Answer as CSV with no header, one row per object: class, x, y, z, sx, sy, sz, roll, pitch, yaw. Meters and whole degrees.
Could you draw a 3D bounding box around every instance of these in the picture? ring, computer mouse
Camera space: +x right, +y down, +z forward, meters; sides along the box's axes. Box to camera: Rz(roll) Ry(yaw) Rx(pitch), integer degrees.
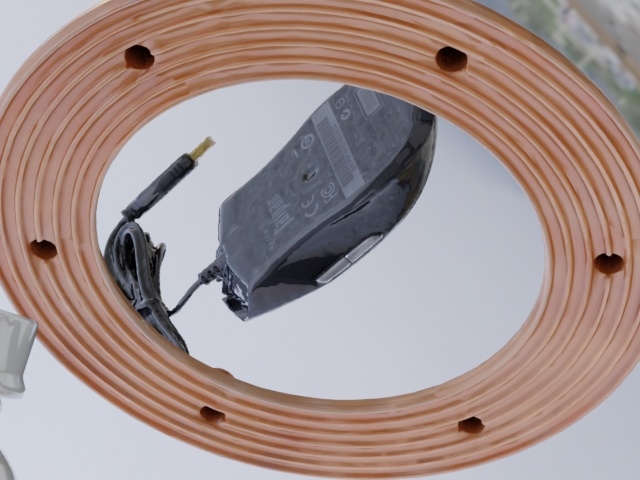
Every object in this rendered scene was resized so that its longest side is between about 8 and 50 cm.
ring,0.000,0.000,0.859,0.336,0.336,0.032,42,-143,-28
computer mouse,-0.028,-0.022,1.105,0.060,0.262,0.184,35,-163,-37

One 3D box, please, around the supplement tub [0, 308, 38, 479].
supplement tub,-0.242,0.149,0.639,0.228,0.316,0.228,17,174,2
